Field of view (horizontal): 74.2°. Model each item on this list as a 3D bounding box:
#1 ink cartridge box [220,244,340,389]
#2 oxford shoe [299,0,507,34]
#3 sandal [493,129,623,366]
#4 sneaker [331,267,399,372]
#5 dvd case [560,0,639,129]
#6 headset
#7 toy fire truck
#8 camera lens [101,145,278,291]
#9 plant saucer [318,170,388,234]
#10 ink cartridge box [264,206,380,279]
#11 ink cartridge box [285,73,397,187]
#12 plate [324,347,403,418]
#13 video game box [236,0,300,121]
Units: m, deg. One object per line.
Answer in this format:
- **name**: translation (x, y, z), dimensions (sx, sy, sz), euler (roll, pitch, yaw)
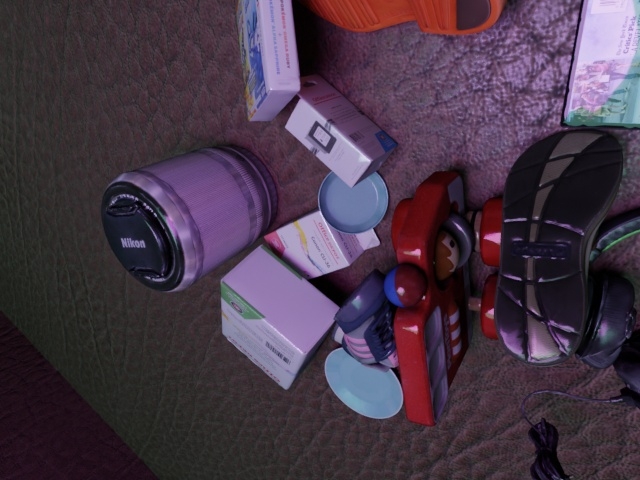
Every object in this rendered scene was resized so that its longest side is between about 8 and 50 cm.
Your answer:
- **ink cartridge box**: translation (-0.093, 0.169, 0.864), dimensions (0.201, 0.117, 0.278), euler (38, 149, 12)
- **oxford shoe**: translation (0.082, -0.362, 0.544), dimensions (0.363, 0.130, 0.133), euler (27, 87, 31)
- **sandal**: translation (0.283, 0.002, 0.526), dimensions (0.120, 0.086, 0.303), euler (13, 81, 34)
- **sneaker**: translation (0.098, 0.148, 0.718), dimensions (0.131, 0.112, 0.319), euler (40, 165, 16)
- **dvd case**: translation (0.410, -0.207, 0.447), dimensions (0.252, 0.022, 0.181), euler (11, 120, 29)
- **headset**: translation (0.395, 0.143, 0.533), dimensions (0.243, 0.185, 0.394), euler (34, 117, 15)
- **toy fire truck**: translation (0.170, 0.069, 0.598), dimensions (0.169, 0.254, 0.303), euler (4, 116, 32)
- **camera lens**: translation (-0.238, -0.050, 0.795), dimensions (0.219, 0.274, 0.220), euler (16, 122, 27)
- **plant saucer**: translation (0.055, -0.071, 0.723), dimensions (0.119, 0.021, 0.120), euler (0, 97, -3)
- **ink cartridge box**: translation (0.000, 0.000, 0.797), dimensions (0.198, 0.067, 0.115), euler (-23, 100, 39)
- **ink cartridge box**: translation (0.022, -0.177, 0.667), dimensions (0.180, 0.104, 0.060), euler (44, 131, 7)
- **plate**: translation (0.095, 0.306, 0.924), dimensions (0.188, 0.024, 0.188), euler (16, 122, 27)
- **video game box**: translation (-0.082, -0.287, 0.616), dimensions (0.205, 0.048, 0.187), euler (-168, 74, -72)
